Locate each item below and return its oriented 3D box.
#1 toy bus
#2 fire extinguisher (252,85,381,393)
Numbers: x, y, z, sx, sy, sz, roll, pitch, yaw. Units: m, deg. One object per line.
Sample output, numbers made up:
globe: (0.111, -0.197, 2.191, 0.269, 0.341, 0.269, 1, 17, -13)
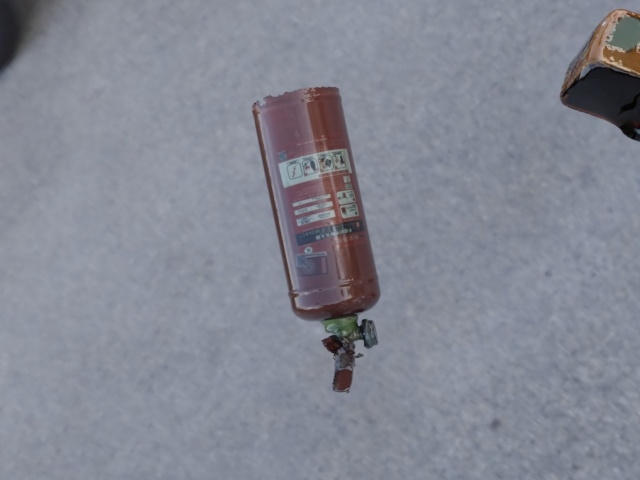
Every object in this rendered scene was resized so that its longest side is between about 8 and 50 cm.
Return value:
toy bus: (0.431, -0.112, 1.140, 0.093, 0.409, 0.092, 117, 168, -63)
fire extinguisher: (0.000, 0.000, 1.336, 0.106, 0.147, 0.337, -13, 85, 12)
